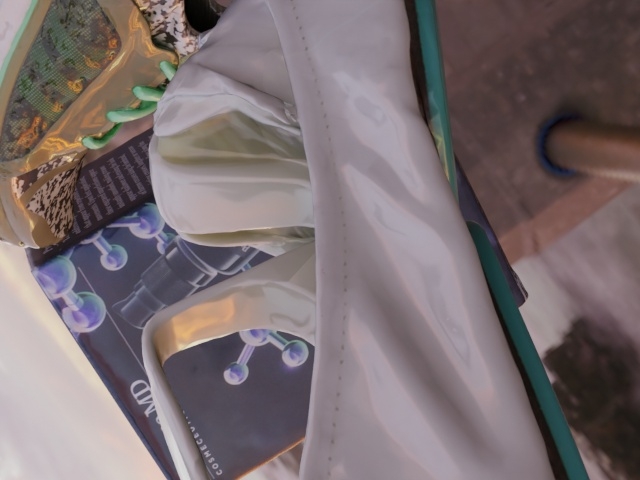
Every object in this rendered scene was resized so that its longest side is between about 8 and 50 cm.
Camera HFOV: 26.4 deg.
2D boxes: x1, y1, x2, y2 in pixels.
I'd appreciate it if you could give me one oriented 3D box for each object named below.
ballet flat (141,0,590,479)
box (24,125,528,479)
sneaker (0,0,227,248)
[{"bbox_3d":[0.000,0.000,0.479,0.139,0.139,0.400,63,-167,-48],"label":"ballet flat"},{"bbox_3d":[-0.052,0.013,1.345,0.293,0.395,0.212,61,175,-23],"label":"box"},{"bbox_3d":[-0.136,-0.130,0.931,0.182,0.158,0.410,18,134,-2],"label":"sneaker"}]
